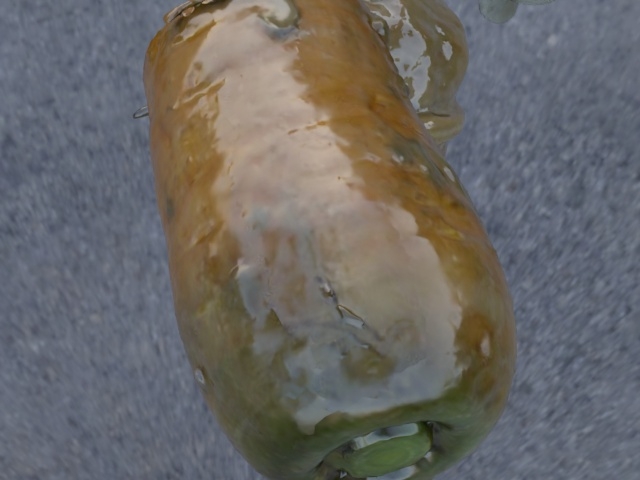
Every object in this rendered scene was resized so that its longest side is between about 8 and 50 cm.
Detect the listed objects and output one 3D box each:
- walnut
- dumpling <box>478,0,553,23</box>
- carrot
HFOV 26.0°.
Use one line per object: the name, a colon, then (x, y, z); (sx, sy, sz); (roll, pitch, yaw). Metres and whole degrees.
walnut: (0.019, -0.156, 1.450); (0.285, 0.285, 0.296); (15, 115, 2)
dumpling: (0.189, -0.263, 1.162); (0.092, 0.150, 0.177); (19, 77, -8)
carrot: (0.000, 0.000, 0.971); (0.224, 0.224, 0.341); (-13, 58, -7)
